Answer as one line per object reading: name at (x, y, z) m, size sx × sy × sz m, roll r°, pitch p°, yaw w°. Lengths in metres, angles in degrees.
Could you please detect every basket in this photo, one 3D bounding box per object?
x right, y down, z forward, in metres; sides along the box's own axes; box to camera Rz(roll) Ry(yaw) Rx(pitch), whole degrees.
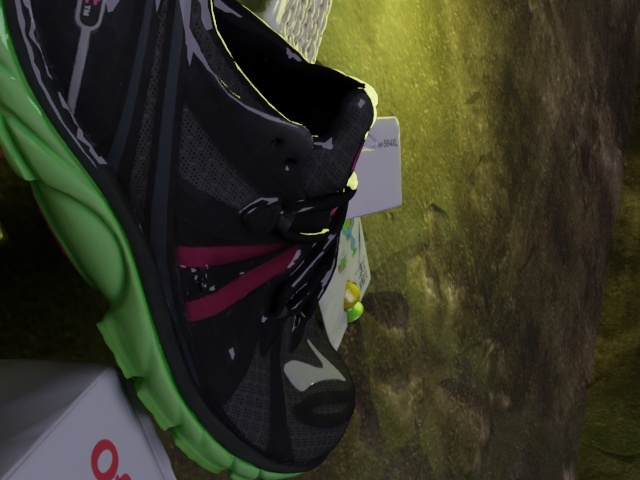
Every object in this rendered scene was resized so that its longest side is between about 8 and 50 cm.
basket at (-0.053, -0.251, 0.795) m, size 0.103 × 0.113 × 0.167 m, roll 39°, pitch 59°, yaw -54°

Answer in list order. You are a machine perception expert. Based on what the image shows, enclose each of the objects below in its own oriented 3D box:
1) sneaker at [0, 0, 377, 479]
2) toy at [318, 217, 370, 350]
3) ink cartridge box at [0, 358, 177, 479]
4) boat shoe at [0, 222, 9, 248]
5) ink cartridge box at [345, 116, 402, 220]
sneaker at (-0.045, -0.014, 0.513) m, size 0.185 × 0.202 × 0.483 m, roll -109°, pitch 179°, yaw -49°
toy at (0.000, 0.000, 0.941) m, size 0.137 × 0.056 × 0.237 m, roll -60°, pitch 143°, yaw -43°
ink cartridge box at (-0.224, 0.285, 0.430) m, size 0.385 × 0.160 × 0.279 m, roll -53°, pitch 134°, yaw -53°
boat shoe at (-0.283, 0.013, 0.497) m, size 0.072 × 0.068 × 0.190 m, roll 65°, pitch 29°, yaw -16°
ink cartridge box at (-0.048, -0.061, 0.724) m, size 0.148 × 0.203 × 0.086 m, roll -16°, pitch 105°, yaw -56°
